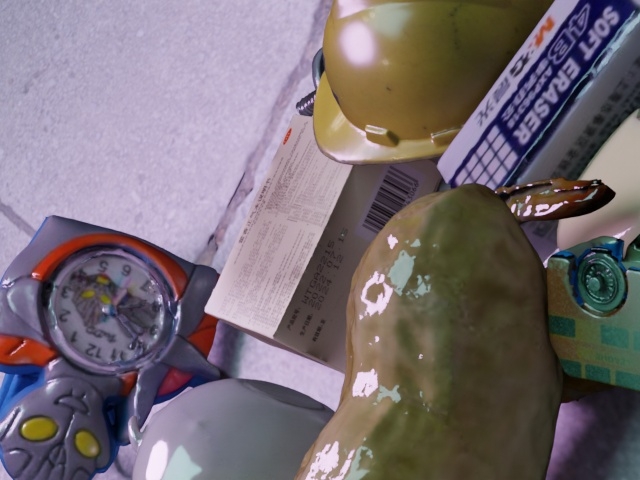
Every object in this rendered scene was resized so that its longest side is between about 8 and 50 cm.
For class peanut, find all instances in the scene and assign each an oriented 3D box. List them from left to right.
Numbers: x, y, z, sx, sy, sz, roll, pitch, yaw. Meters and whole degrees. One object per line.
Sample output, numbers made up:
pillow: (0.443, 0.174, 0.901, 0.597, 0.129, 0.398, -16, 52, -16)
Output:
peanut: (0.070, 0.149, 1.353, 0.169, 0.192, 0.387, 15, 97, 45)

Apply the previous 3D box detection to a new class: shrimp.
shrimp: (0.189, 0.025, 1.386, 0.253, 0.058, 0.173, -36, 75, 43)

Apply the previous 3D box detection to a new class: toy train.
toy train: (0.235, 0.052, 1.255, 0.188, 0.072, 0.099, 11, 107, 42)

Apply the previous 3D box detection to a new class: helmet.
helmet: (0.083, -0.184, 1.629, 0.257, 0.140, 0.205, -15, 46, 19)

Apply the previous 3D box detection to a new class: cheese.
cheese: (0.204, 0.000, 1.452, 0.255, 0.050, 0.127, -46, 34, 32)

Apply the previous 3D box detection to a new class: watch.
watch: (-0.247, 0.143, 1.974, 0.274, 0.241, 0.305, 145, 147, -71)

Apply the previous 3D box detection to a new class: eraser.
eraser: (0.214, -0.130, 1.505, 0.287, 0.086, 0.130, -55, 28, 17)

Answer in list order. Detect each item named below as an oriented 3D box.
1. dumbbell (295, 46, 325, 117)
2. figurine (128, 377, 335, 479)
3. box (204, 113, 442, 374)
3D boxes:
dumbbell: (0.058, -0.176, 1.827, 0.254, 0.081, 0.082, -31, 42, 46)
figurine: (-0.085, 0.305, 1.616, 0.274, 0.226, 0.394, -43, -29, -80)
box: (0.000, 0.000, 1.762, 0.168, 0.095, 0.212, 17, 81, 61)
